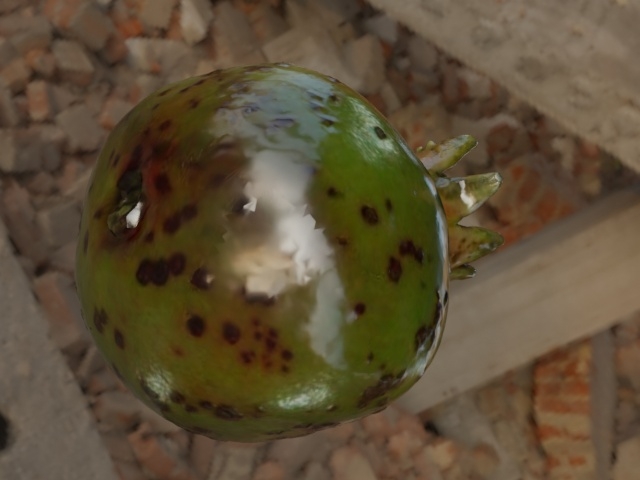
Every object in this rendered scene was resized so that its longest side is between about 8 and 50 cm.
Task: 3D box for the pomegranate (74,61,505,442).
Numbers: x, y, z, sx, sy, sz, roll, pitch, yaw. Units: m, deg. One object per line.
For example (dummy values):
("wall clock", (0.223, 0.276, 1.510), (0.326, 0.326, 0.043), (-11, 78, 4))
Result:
("pomegranate", (0.003, 0.007, 0.759), (0.286, 0.231, 0.231), (-1, 56, -22))
